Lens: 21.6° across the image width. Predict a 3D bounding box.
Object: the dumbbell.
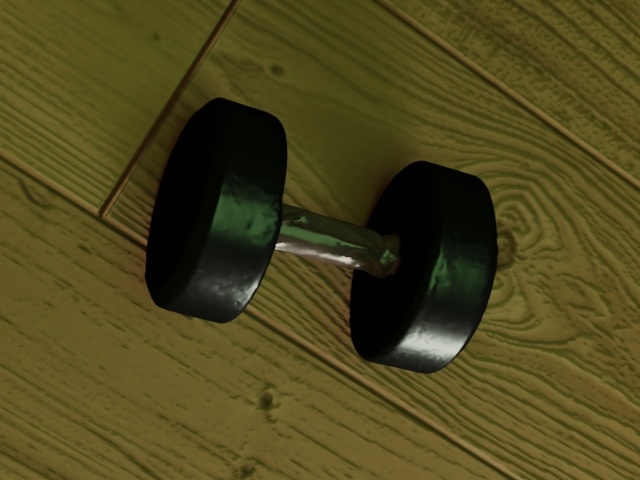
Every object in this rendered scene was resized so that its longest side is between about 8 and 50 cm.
[{"bbox_3d":[0.000,0.000,1.188,0.218,0.152,0.152,16,90,-19],"label":"dumbbell"}]
